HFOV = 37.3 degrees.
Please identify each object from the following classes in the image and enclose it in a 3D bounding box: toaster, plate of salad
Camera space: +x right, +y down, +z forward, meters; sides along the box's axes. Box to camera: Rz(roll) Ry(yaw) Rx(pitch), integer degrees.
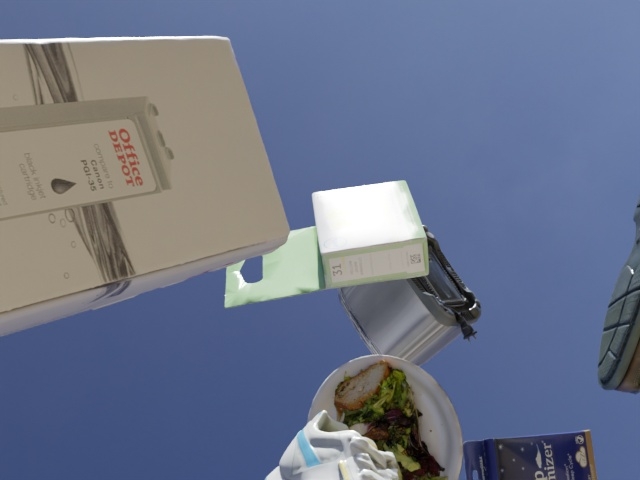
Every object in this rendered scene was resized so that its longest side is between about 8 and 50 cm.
[{"bbox_3d":[0.130,0.091,1.402,0.129,0.146,0.227,-2,-128,-49],"label":"toaster"},{"bbox_3d":[0.066,0.232,1.090,0.048,0.200,0.199,5,-92,-62],"label":"plate of salad"}]

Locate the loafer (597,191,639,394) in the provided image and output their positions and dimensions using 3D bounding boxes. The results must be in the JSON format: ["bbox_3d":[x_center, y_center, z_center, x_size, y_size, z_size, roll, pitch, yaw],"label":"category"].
[{"bbox_3d":[0.345,0.028,0.929,0.084,0.096,0.267,19,-102,0],"label":"loafer"}]

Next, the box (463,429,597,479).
[{"bbox_3d":[0.328,0.369,1.460,0.225,0.036,0.136,0,-104,-23],"label":"box"}]

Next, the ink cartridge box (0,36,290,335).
[{"bbox_3d":[-0.187,-0.005,0.442,0.283,0.207,0.117,-16,-91,-51],"label":"ink cartridge box"}]

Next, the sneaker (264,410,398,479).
[{"bbox_3d":[0.031,0.221,0.826,0.087,0.229,0.092,36,-96,-31],"label":"sneaker"}]

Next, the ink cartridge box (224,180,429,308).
[{"bbox_3d":[0.000,0.000,1.125,0.235,0.171,0.056,-8,-63,0],"label":"ink cartridge box"}]
